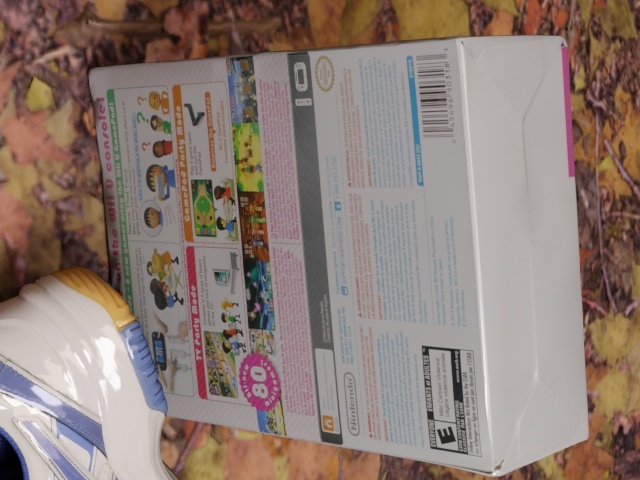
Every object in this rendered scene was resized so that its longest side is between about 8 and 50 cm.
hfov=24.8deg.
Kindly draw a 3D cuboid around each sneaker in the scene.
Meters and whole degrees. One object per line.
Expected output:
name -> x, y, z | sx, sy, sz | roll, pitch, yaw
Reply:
sneaker -> -0.143, 0.165, 0.870 | 0.131, 0.112, 0.296 | -28, 111, -23

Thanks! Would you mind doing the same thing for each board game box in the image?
board game box -> 0.000, 0.000, 0.847 | 0.098, 0.303, 0.224 | -12, 101, -45
